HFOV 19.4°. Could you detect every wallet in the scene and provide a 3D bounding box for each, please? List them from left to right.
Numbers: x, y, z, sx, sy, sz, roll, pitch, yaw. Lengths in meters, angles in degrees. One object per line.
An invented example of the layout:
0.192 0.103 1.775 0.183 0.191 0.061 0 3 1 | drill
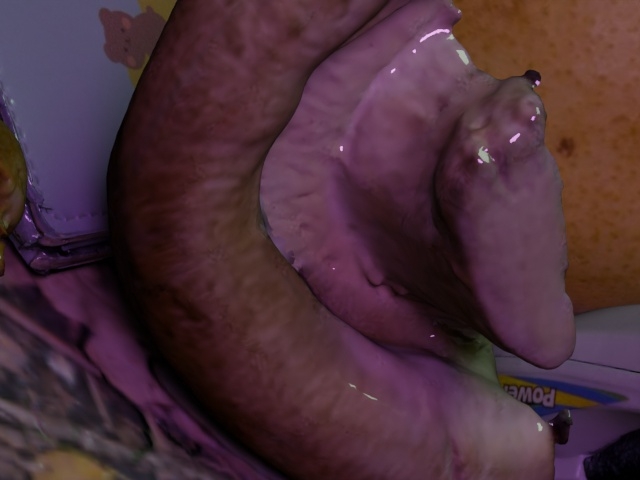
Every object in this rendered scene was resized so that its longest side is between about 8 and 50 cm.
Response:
-0.082 -0.065 0.805 0.231 0.069 0.170 -10 75 -56 | wallet

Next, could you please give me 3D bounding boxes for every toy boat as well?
0.161 0.094 0.789 0.141 0.269 0.140 9 75 -36 | toy boat

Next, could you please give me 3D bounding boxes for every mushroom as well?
0.000 0.000 0.709 0.156 0.151 0.285 36 -37 58 | mushroom

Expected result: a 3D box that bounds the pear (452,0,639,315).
0.138 -0.116 0.891 0.314 0.314 0.314 34 26 -19 | pear

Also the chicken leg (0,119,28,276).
-0.158 -0.038 0.645 0.103 0.088 0.227 17 28 -26 | chicken leg
